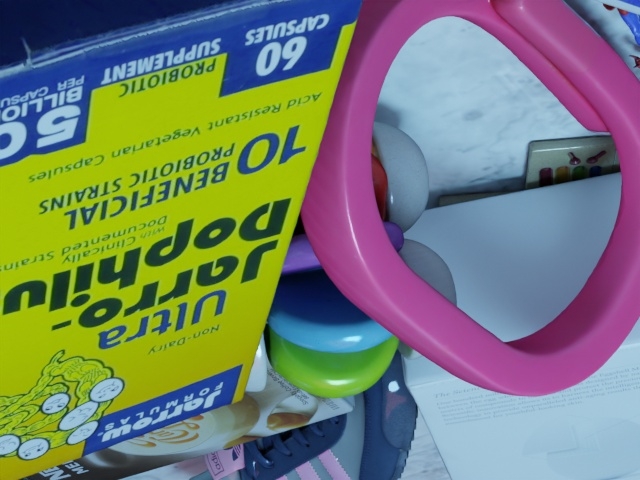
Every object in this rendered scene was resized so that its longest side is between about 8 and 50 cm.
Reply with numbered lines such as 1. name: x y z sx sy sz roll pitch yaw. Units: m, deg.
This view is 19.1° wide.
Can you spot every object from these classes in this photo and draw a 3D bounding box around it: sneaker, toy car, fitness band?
1. sneaker: -0.017 0.157 1.464 0.131 0.112 0.319 1 147 -17
2. toy car: 0.000 0.000 1.127 0.159 0.182 0.136 -9 167 -13
3. fitness band: 0.099 -0.031 1.090 0.054 0.209 0.291 16 164 48

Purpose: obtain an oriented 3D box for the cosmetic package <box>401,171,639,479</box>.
1. cosmetic package: 0.181 0.070 1.306 0.224 0.138 0.224 -11 150 9

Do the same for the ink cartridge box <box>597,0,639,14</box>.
1. ink cartridge box: 0.156 -0.237 0.892 0.307 0.072 0.303 15 145 -26

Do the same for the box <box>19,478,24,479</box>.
1. box: -0.330 0.315 1.442 0.179 0.312 0.343 16 161 31

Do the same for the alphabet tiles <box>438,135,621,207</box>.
1. alphabet tiles: 0.224 0.021 1.376 0.285 0.011 0.342 -5 149 -1

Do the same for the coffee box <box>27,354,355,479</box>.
1. coffee box: -0.118 0.088 1.346 0.246 0.098 0.141 -18 146 20

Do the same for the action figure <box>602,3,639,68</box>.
1. action figure: 0.203 -0.118 1.130 0.038 0.030 0.115 -25 146 20

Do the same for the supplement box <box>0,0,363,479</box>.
1. supplement box: -0.136 -0.055 0.950 0.194 0.195 0.356 -18 151 -23
